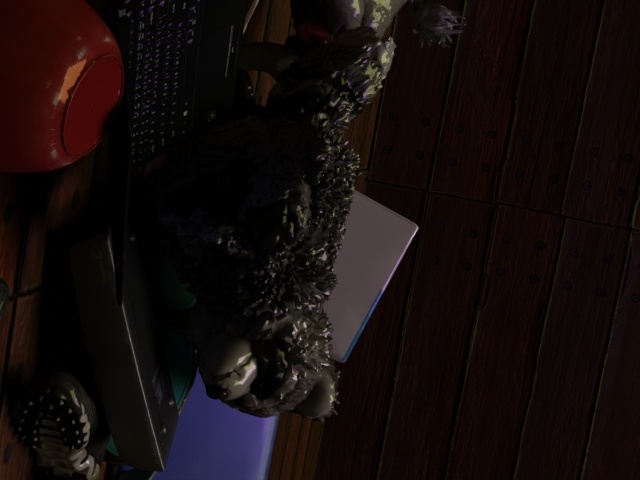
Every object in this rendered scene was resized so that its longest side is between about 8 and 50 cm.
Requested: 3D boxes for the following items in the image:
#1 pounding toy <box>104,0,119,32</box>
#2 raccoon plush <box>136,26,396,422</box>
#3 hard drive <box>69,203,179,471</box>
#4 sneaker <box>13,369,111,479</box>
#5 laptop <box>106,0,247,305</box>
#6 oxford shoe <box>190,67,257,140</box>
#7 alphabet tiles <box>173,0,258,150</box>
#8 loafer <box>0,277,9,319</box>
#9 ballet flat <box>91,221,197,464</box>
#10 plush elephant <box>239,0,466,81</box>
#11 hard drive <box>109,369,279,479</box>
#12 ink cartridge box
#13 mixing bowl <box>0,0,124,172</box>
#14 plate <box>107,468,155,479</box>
[{"bbox_3d":[-0.135,-0.264,1.384,0.100,0.141,0.130,47,54,-78],"label":"pounding toy"},{"bbox_3d":[0.000,0.000,1.525,0.446,0.216,0.299,-40,129,-27],"label":"raccoon plush"},{"bbox_3d":[-0.202,0.099,1.407,0.172,0.054,0.255,-92,171,-76],"label":"hard drive"},{"bbox_3d":[-0.257,0.175,1.389,0.234,0.078,0.106,94,9,-56],"label":"sneaker"},{"bbox_3d":[-0.126,-0.115,1.261,0.264,0.136,0.234,-35,154,-34],"label":"laptop"},{"bbox_3d":[-0.128,-0.167,1.754,0.227,0.096,0.083,-103,-179,-67],"label":"oxford shoe"},{"bbox_3d":[-0.129,-0.220,1.502,0.237,0.009,0.198,-64,-154,8],"label":"alphabet tiles"},{"bbox_3d":[-0.307,0.090,1.074,0.061,0.062,0.170,52,43,-48],"label":"loafer"},{"bbox_3d":[-0.196,0.092,1.582,0.123,0.123,0.348,66,38,-74],"label":"ballet flat"},{"bbox_3d":[-0.003,-0.275,1.867,0.255,0.330,0.272,-59,174,-9],"label":"plush elephant"},{"bbox_3d":[-0.157,0.254,1.734,0.040,0.210,0.319,12,-89,60],"label":"hard drive"},{"bbox_3d":[-0.032,0.003,1.758,0.198,0.197,0.270,-62,-166,2],"label":"ink cartridge box"},{"bbox_3d":[-0.220,-0.124,1.073,0.181,0.098,0.181,-59,165,-27],"label":"mixing bowl"},{"bbox_3d":[-0.251,0.298,1.453,0.188,0.024,0.188,-40,-176,3],"label":"plate"}]
